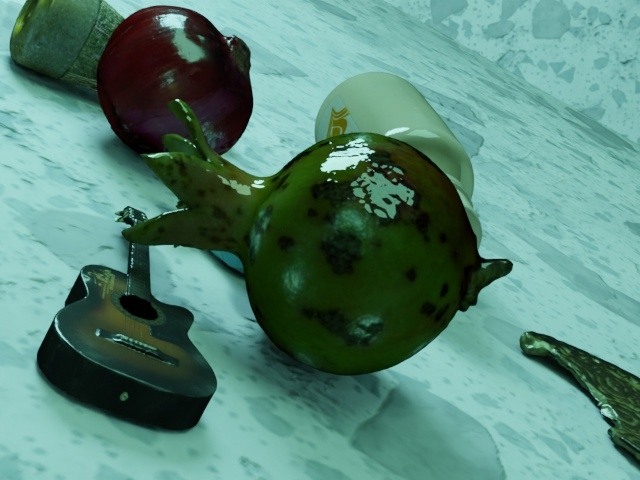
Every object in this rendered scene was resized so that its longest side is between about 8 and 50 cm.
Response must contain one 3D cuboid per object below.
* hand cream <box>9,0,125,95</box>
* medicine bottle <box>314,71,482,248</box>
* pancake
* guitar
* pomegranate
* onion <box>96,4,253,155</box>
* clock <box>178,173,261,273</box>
[{"bbox_3d":[-0.157,-0.145,0.983,0.203,0.084,0.084,27,17,-28],"label":"hand cream"},{"bbox_3d":[0.070,-0.055,0.992,0.114,0.114,0.252,21,20,-21],"label":"medicine bottle"},{"bbox_3d":[0.234,0.134,0.879,0.184,0.020,0.190,28,17,-2],"label":"pancake"},{"bbox_3d":[-0.107,0.028,0.655,0.088,0.025,0.233,23,18,-18],"label":"guitar"},{"bbox_3d":[-0.003,-0.013,0.695,0.220,0.156,0.156,41,17,-9],"label":"pomegranate"},{"bbox_3d":[-0.110,-0.119,0.895,0.131,0.131,0.131,25,18,-9],"label":"onion"},{"bbox_3d":[-0.045,-0.011,0.820,0.147,0.045,0.108,21,18,-20],"label":"clock"}]
